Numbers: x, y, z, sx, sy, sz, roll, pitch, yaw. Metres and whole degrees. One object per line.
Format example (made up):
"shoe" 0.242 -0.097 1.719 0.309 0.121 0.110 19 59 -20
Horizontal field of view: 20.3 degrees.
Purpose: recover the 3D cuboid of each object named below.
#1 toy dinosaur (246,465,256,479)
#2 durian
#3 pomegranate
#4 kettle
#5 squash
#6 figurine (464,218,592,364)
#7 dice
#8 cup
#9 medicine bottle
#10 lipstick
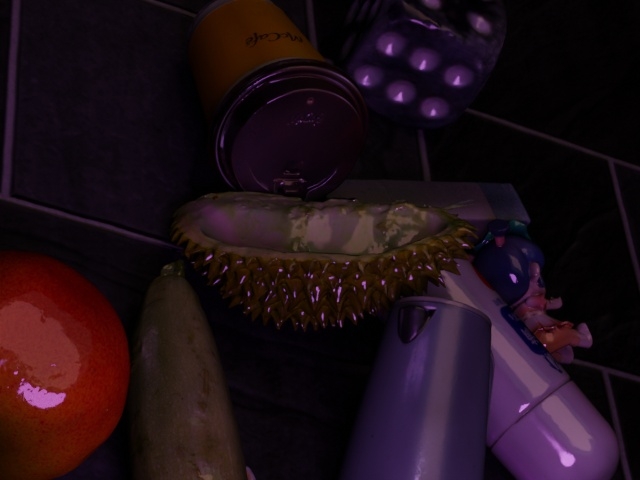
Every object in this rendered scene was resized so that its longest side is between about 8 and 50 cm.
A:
"toy dinosaur" -0.064 0.341 1.808 0.142 0.057 0.212 -33 63 -29
"durian" 0.005 0.008 2.011 0.356 0.157 0.169 0 64 0
"pomegranate" -0.303 0.133 1.699 0.221 0.221 0.257 42 51 4
"kettle" 0.126 0.200 1.934 0.210 0.160 0.243 37 59 -46
"squash" -0.149 0.165 1.848 0.118 0.118 0.370 12 46 -28
"figurine" 0.255 0.064 2.242 0.102 0.111 0.195 -5 58 -41
"dice" 0.135 -0.275 2.417 0.182 0.181 0.183 23 43 -15
"cup" -0.064 -0.180 2.163 0.196 0.196 0.279 11 31 -28
"medicine bottle" 0.213 0.166 2.102 0.130 0.130 0.341 -24 69 -47
"lipstick" 0.121 -0.033 2.268 0.317 0.066 0.068 0 53 -36
